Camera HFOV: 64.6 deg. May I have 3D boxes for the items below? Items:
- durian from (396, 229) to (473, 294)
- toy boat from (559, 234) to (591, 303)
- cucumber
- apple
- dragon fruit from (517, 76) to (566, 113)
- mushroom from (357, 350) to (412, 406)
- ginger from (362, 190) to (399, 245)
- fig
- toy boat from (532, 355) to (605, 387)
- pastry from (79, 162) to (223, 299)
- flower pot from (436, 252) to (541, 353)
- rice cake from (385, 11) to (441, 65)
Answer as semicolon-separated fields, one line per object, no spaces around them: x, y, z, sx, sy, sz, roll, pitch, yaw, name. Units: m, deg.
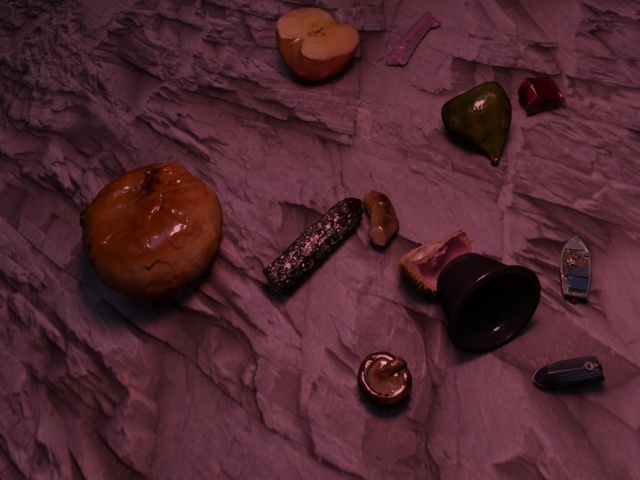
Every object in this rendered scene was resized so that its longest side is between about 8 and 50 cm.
0.282;0.054;1.260;0.165;0.132;0.182;23;51;12;durian
0.618;0.065;1.225;0.069;0.059;0.173;8;58;17;toy boat
0.000;0.000;1.379;0.359;0.096;0.096;-42;58;-19;cucumber
-0.017;-0.680;1.810;0.251;0.163;0.293;-34;69;-24;apple
0.661;-0.438;1.556;0.147;0.096;0.102;-4;60;-29;dragon fruit
0.142;0.310;1.136;0.127;0.087;0.127;-5;51;6;mushroom
0.166;-0.064;1.400;0.095;0.069;0.190;-12;54;-2;ginger
0.483;-0.338;1.497;0.203;0.203;0.235;-29;95;-9;fig
0.531;0.288;1.092;0.141;0.060;0.055;-13;55;11;toy boat
-0.457;-0.022;1.392;0.409;0.245;0.410;-5;52;6;pastry
0.363;0.122;1.165;0.235;0.235;0.148;-25;36;-6;flower pot
0.339;-0.733;1.841;0.081;0.051;0.290;28;65;27;rice cake
